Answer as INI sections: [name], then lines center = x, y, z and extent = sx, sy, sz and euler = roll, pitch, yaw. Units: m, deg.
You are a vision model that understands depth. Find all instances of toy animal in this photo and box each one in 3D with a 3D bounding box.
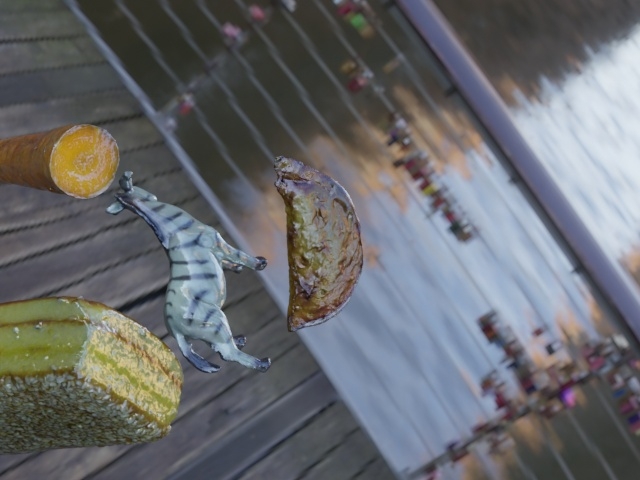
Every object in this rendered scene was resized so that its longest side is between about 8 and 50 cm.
[toy animal]
center = -0.138, 0.036, 1.323
extent = 0.176, 0.073, 0.217
euler = 18, 50, -35

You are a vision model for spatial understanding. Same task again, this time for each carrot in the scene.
[carrot]
center = -0.241, -0.064, 1.024
extent = 0.057, 0.224, 0.057
euler = -3, 94, -38

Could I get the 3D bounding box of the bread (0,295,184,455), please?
[bread]
center = -0.272, 0.132, 1.241
extent = 0.184, 0.234, 0.111
euler = 50, 40, -51

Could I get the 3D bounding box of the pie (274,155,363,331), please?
[pie]
center = 0.002, 0.001, 1.296
extent = 0.033, 0.088, 0.191
euler = -141, -137, -63
